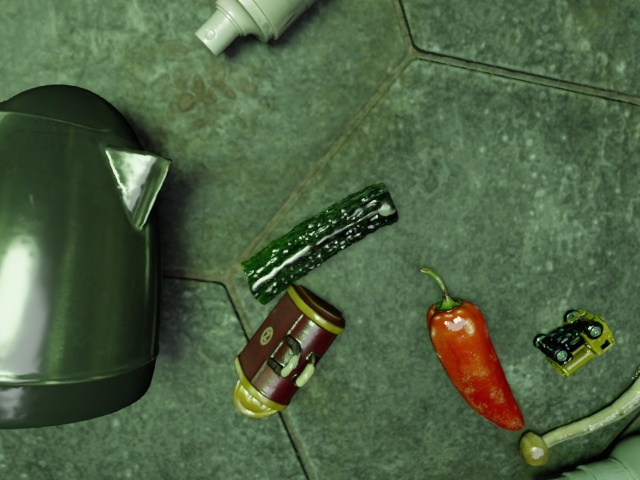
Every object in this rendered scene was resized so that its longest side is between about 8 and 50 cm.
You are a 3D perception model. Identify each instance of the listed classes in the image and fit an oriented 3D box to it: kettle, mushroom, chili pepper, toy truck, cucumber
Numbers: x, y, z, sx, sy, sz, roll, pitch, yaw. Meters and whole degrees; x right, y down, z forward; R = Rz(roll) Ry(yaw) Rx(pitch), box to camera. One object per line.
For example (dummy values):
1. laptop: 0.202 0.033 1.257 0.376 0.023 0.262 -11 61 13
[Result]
1. kettle: -0.251 -0.006 0.439 0.208 0.251 0.270 9 93 -39
2. mushroom: 0.394 0.203 0.627 0.306 0.043 0.068 -37 128 -1
3. chili pepper: 0.185 0.146 0.575 0.071 0.063 0.272 -27 106 10
4. toy truck: 0.325 0.129 0.595 0.083 0.049 0.054 -38 104 1
5. cucumber: 0.000 0.000 0.523 0.187 0.058 0.058 -33 103 -1

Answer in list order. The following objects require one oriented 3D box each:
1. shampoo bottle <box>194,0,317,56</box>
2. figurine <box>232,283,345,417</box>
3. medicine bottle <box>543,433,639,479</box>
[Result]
1. shampoo bottle: -0.005 -0.296 0.449 0.303 0.092 0.092 -44 103 2
2. figurine: -0.037 0.137 0.523 0.082 0.098 0.154 35 91 -16
3. medicine bottle: 0.457 0.309 0.615 0.352 0.110 0.110 -8 101 -6
